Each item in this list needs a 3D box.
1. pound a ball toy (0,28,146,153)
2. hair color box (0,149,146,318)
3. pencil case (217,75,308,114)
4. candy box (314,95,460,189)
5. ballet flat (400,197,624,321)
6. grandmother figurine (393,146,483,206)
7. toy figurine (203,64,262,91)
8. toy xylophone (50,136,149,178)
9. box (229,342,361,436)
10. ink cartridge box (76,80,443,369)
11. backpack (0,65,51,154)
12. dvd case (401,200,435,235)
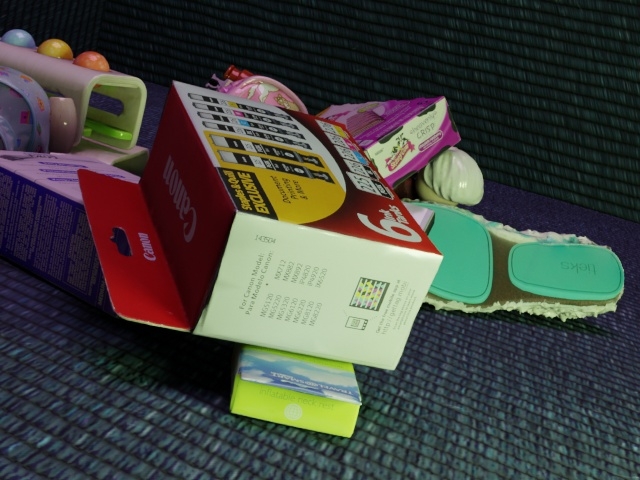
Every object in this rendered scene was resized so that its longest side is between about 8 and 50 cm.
[{"bbox_3d":[-0.400,-0.220,1.905,0.319,0.135,0.208,19,12,33],"label":"pound a ball toy"},{"bbox_3d":[-0.244,-0.012,1.497,0.185,0.110,0.339,2,16,-45],"label":"hair color box"},{"bbox_3d":[-0.113,-0.148,2.059,0.167,0.160,0.386,9,-4,-10],"label":"pencil case"},{"bbox_3d":[0.049,-0.127,1.801,0.159,0.071,0.233,-36,22,-33],"label":"candy box"},{"bbox_3d":[0.220,0.045,1.814,0.409,0.147,0.147,12,9,-21],"label":"ballet flat"},{"bbox_3d":[0.083,-0.062,1.881,0.342,0.104,0.208,-11,10,40],"label":"grandmother figurine"},{"bbox_3d":[-0.151,-0.193,2.383,0.148,0.213,0.209,30,14,2],"label":"toy figurine"},{"bbox_3d":[-0.313,-0.096,1.963,0.236,0.081,0.323,15,10,12],"label":"toy xylophone"},{"bbox_3d":[-0.024,0.124,1.181,0.109,0.042,0.178,12,10,-5],"label":"box"},{"bbox_3d":[-0.072,-0.028,1.274,0.272,0.130,0.309,12,23,-24],"label":"ink cartridge box"},{"bbox_3d":[-0.422,-0.123,1.653,0.166,0.188,0.144,15,10,7],"label":"backpack"},{"bbox_3d":[0.000,0.000,1.653,0.239,0.029,0.179,17,52,18],"label":"dvd case"}]
